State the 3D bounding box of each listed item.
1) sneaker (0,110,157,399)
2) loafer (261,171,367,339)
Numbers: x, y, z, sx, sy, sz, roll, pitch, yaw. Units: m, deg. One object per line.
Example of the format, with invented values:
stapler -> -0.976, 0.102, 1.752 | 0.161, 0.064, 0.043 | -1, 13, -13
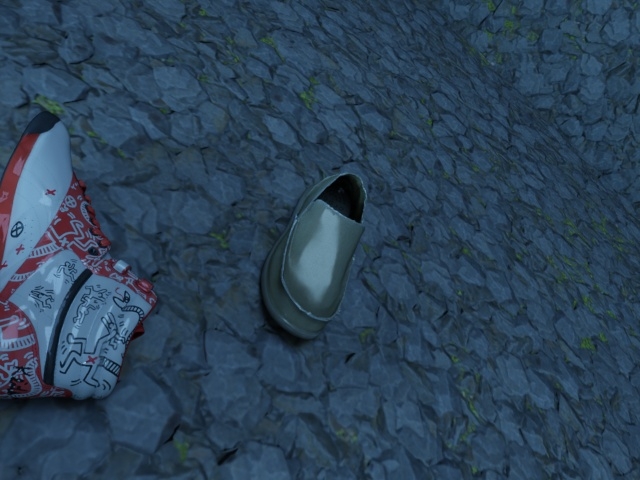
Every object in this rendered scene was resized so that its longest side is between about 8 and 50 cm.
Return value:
sneaker -> -0.225, 0.012, 0.466 | 0.145, 0.090, 0.269 | 18, 51, -28
loafer -> 0.000, 0.000, 0.649 | 0.102, 0.092, 0.268 | 29, 44, -17
